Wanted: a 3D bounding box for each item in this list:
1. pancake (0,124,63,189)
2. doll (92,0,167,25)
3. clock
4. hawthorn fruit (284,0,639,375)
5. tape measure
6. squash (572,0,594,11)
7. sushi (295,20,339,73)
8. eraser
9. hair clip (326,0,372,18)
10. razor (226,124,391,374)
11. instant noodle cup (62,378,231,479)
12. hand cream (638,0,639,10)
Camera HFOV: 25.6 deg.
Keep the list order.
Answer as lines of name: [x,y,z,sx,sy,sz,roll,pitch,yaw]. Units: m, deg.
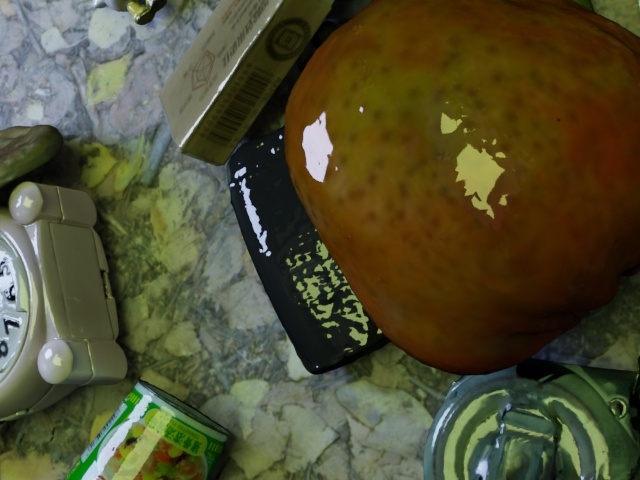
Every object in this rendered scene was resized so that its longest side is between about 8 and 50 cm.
pancake: [-0.499,-0.089,1.989,0.294,0.294,0.049,-22,110,18]
doll: [-0.300,-0.399,2.047,0.129,0.081,0.207,-48,64,22]
clock: [-0.457,0.103,1.980,0.325,0.184,0.342,-20,69,23]
hawthorn fruit: [0.189,-0.097,1.593,0.471,0.472,0.472,-4,80,22]
tape measure: [0.251,0.259,1.669,0.256,0.147,0.275,7,83,24]
squash: [0.298,-0.334,1.792,0.069,0.069,0.239,-20,74,19]
sushi: [-0.006,-0.268,1.920,0.083,0.044,0.046,-36,70,11]
eraser: [-0.088,-0.271,1.866,0.343,0.078,0.144,-52,38,24]
hair clip: [0.103,-0.303,1.860,0.278,0.090,0.137,21,124,27]
razor: [-0.001,0.001,1.839,0.189,0.107,0.327,-27,72,18]
instant noodle cup: [-0.240,0.315,1.852,0.207,0.207,0.233,28,86,24]
hand cream: [0.529,-0.321,1.680,0.305,0.093,0.147,-11,82,23]
